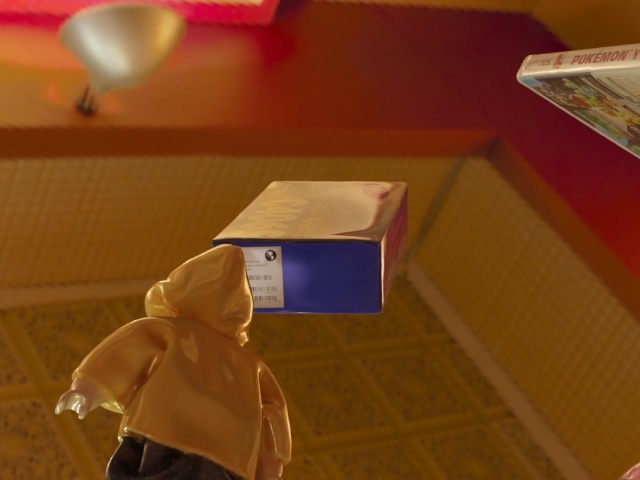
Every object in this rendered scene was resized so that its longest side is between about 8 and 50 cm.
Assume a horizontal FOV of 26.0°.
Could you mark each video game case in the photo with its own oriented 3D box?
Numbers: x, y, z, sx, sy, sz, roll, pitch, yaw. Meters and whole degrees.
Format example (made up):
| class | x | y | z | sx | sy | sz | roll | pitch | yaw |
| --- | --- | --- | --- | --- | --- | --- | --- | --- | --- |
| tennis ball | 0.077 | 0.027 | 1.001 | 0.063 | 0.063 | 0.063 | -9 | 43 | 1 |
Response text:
| class | x | y | z | sx | sy | sz | roll | pitch | yaw |
| --- | --- | --- | --- | --- | --- | --- | --- | --- | --- |
| video game case | 0.245 | -0.064 | 0.879 | 0.201 | 0.023 | 0.183 | 29 | 175 | -18 |

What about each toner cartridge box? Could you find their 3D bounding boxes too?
| class | x | y | z | sx | sy | sz | roll | pitch | yaw |
| --- | --- | --- | --- | --- | --- | --- | --- | --- | --- |
| toner cartridge box | 0.000 | 0.000 | 1.466 | 0.165 | 0.075 | 0.348 | 1 | -168 | 7 |

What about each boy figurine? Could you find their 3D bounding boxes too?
| class | x | y | z | sx | sy | sz | roll | pitch | yaw |
| --- | --- | --- | --- | --- | --- | --- | --- | --- | --- |
| boy figurine | -0.100 | 0.121 | 0.965 | 0.177 | 0.092 | 0.285 | 22 | -132 | -25 |

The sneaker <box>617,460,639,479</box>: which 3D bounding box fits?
| class | x | y | z | sx | sy | sz | roll | pitch | yaw |
| --- | --- | --- | --- | --- | --- | --- | --- | --- | --- |
| sneaker | 0.272 | 0.186 | 0.973 | 0.112 | 0.319 | 0.131 | 49 | -155 | 20 |
